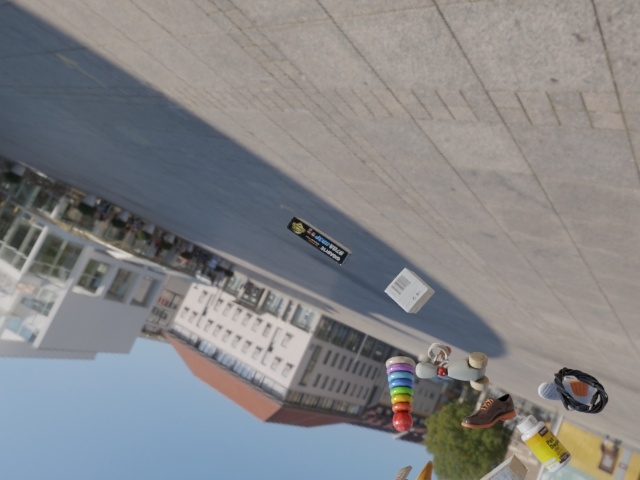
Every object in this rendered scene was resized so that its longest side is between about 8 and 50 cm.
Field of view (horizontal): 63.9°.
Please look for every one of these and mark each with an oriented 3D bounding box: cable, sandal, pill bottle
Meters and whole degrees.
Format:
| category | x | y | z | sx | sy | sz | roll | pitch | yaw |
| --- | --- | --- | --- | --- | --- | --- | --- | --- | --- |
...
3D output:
| category | x | y | z | sx | sy | sz | roll | pitch | yaw |
| --- | --- | --- | --- | --- | --- | --- | --- | --- | --- |
| cable | 0.880 | 0.500 | 1.744 | 0.151 | 0.184 | 0.047 | -9 | 125 | 8 |
| sandal | 0.983 | 0.594 | 2.073 | 0.265 | 0.101 | 0.076 | 10 | -171 | -14 |
| pill bottle | 0.928 | 0.844 | 2.145 | 0.215 | 0.117 | 0.117 | 51 | -177 | 21 |

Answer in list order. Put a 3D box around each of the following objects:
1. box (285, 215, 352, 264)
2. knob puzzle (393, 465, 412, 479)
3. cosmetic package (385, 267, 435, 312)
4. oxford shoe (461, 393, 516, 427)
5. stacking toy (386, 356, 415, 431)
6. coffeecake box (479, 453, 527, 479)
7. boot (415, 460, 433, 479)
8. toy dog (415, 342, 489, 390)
| category | x | y | z | sx | sy | sz | roll | pitch | yaw |
| --- | --- | --- | --- | --- | --- | --- | --- | --- | --- |
| box | 0.000 | 0.000 | 1.723 | 0.220 | 0.051 | 0.175 | 34 | -176 | 7 |
| knob puzzle | 0.213 | 0.772 | 1.540 | 0.030 | 0.213 | 0.213 | 35 | 175 | 14 |
| cosmetic package | 0.428 | 0.242 | 2.442 | 0.151 | 0.151 | 0.184 | 43 | -172 | 23 |
| oxford shoe | 0.684 | 0.699 | 2.108 | 0.271 | 0.098 | 0.097 | -7 | 178 | -30 |
| stacking toy | 0.372 | 0.714 | 2.374 | 0.141 | 0.330 | 0.141 | 4 | 143 | 3 |
| coffeecake box | 0.599 | 0.822 | 1.736 | 0.068 | 0.185 | 0.142 | 51 | -162 | 21 |
| boot | 0.496 | 1.141 | 2.228 | 0.211 | 0.295 | 0.104 | 20 | 160 | 32 |
| toy dog | 0.619 | 0.571 | 2.368 | 0.334 | 0.220 | 0.161 | 19 | -160 | 3 |
